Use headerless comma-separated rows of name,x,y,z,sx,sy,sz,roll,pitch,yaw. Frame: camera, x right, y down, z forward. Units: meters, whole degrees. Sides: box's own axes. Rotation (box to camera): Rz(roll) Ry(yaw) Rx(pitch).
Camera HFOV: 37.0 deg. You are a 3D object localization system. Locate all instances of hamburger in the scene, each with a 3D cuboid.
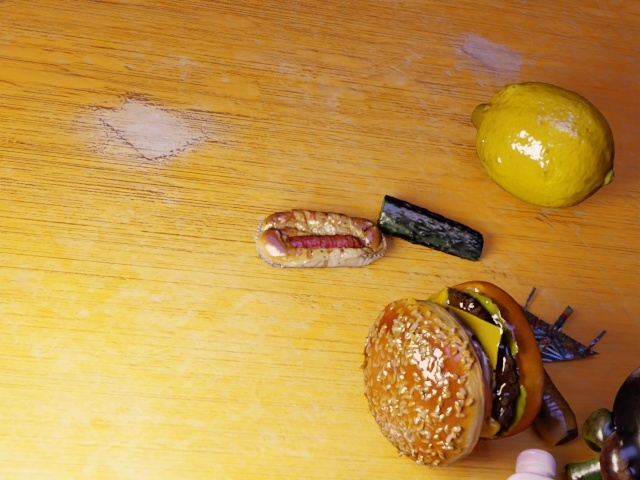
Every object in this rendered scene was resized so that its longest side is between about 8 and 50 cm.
hamburger,0.200,0.212,1.517,0.225,0.291,0.291,-10,54,-30

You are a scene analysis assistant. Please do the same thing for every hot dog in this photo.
hot dog,0.000,0.000,1.765,0.252,0.069,0.131,1,50,-17

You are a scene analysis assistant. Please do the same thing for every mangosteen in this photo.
mangosteen,0.576,0.323,1.516,0.313,0.297,0.297,1,50,-27

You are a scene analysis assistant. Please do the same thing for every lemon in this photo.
lemon,0.450,-0.197,1.950,0.320,0.245,0.245,29,49,17

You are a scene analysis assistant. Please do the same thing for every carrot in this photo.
carrot,0.369,0.237,1.679,0.070,0.070,0.260,-7,53,-22

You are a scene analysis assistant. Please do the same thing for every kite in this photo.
kite,0.434,0.175,1.788,0.183,0.010,0.160,32,53,16

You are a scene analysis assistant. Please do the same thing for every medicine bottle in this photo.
medicine bottle,0.330,0.434,1.492,0.115,0.078,0.219,17,49,-1

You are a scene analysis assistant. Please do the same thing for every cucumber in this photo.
cucumber,0.217,-0.029,1.858,0.211,0.062,0.078,16,48,-3
